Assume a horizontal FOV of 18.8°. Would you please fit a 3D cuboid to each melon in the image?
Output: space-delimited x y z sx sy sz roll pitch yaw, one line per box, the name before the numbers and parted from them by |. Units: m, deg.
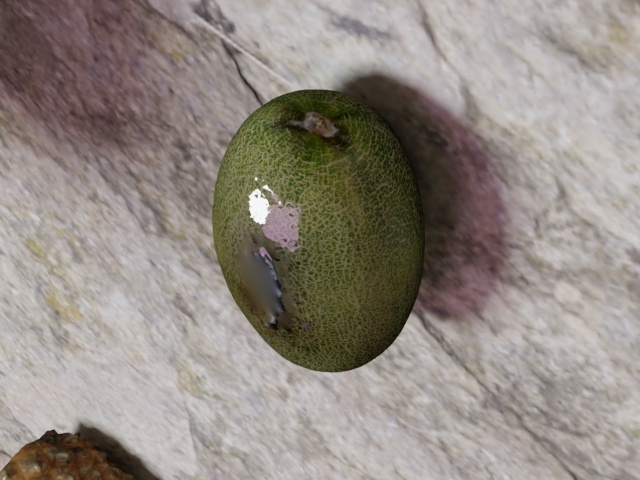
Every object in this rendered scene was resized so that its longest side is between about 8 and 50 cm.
melon | 0.000 0.000 0.899 0.099 0.099 0.162 27 147 25

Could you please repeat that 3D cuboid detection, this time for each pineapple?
pineapple | -0.106 0.247 1.307 0.277 0.119 0.130 35 129 10
